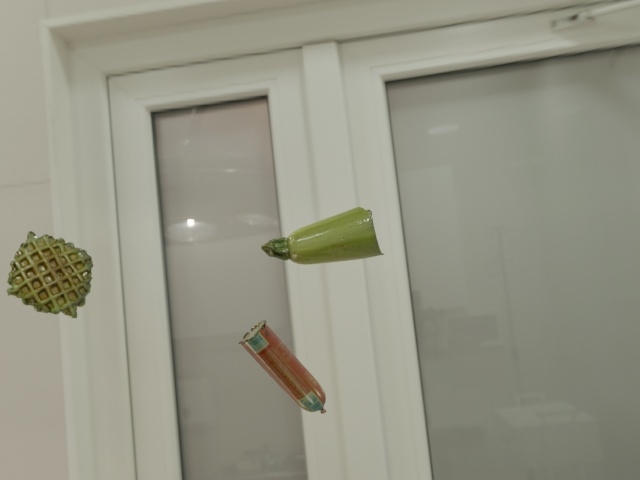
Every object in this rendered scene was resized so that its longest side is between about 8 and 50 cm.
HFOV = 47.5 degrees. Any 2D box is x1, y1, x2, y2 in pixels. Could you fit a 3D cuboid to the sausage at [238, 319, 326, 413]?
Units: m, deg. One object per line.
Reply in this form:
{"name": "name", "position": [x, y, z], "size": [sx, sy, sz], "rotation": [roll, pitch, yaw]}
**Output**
{"name": "sausage", "position": [-0.073, 0.301, 1.651], "size": [0.083, 0.264, 0.083], "rotation": [-37, 13, 10]}

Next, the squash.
{"name": "squash", "position": [0.006, 0.004, 1.765], "size": [0.287, 0.137, 0.137], "rotation": [-13, -8, 15]}

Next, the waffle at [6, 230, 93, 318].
{"name": "waffle", "position": [-0.690, 0.087, 1.872], "size": [0.207, 0.214, 0.054], "rotation": [20, -32, -15]}
